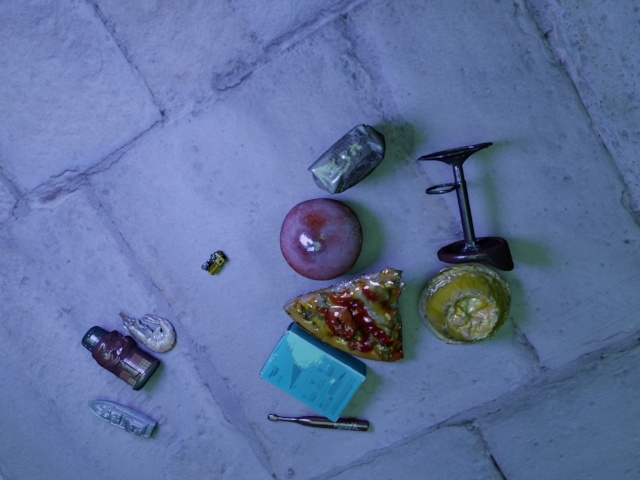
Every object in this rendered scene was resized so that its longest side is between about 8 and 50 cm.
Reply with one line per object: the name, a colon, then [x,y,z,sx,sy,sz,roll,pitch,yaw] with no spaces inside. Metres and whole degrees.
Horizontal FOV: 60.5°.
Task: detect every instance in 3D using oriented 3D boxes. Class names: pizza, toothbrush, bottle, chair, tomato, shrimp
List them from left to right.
bottle: [-0.709,0.401,1.937,0.271,0.143,0.156,37,147,-4]
shrimp: [-0.615,0.310,1.954,0.223,0.047,0.126,37,97,-5]
toothbrush: [-0.010,0.647,1.957,0.365,0.041,0.040,2,101,6]
tomato: [0.000,0.000,1.741,0.271,0.227,0.269,2,100,9]
pizza: [0.123,0.226,1.746,0.440,0.130,0.406,24,132,-6]
chair: [0.448,-0.083,1.682,0.227,0.226,0.400,-13,99,8]

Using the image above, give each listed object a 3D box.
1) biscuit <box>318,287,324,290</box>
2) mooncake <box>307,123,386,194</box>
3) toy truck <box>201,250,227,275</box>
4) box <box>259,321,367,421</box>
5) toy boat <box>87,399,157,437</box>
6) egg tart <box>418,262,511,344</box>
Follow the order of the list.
biscuit: [0.098,0.206,1.854,0.220,0.055,0.061,10,117,4]
mooncake: [0.093,-0.242,1.674,0.254,0.250,0.136,-41,92,10]
toy truck: [-0.361,0.075,1.882,0.054,0.049,0.083,41,103,-4]
box: [-0.023,0.444,1.880,0.312,0.118,0.205,31,100,-1]
toy boat: [-0.731,0.648,2.008,0.261,0.085,0.078,23,103,1]
egg tart: [0.470,0.220,1.768,0.316,0.120,0.314,1,111,2]
